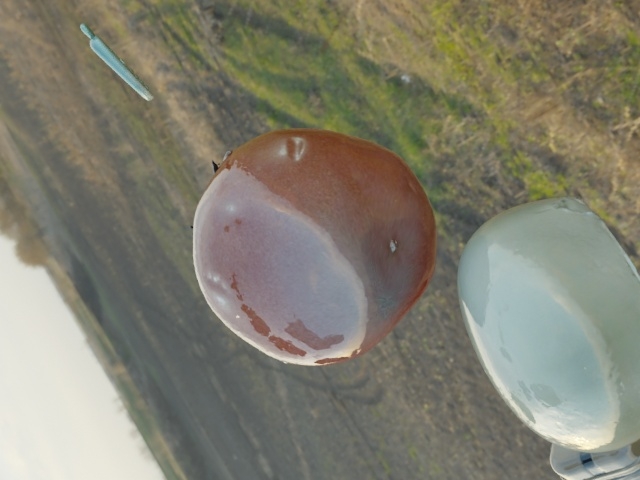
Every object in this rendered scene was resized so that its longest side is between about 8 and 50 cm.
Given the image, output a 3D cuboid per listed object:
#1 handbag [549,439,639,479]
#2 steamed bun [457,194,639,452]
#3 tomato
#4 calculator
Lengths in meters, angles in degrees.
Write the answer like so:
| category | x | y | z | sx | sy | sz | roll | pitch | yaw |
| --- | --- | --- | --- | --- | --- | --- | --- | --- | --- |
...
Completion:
| category | x | y | z | sx | sy | sz | roll | pitch | yaw |
| --- | --- | --- | --- | --- | --- | --- | --- | --- | --- |
| handbag | 0.600 | 0.339 | 1.714 | 0.149 | 0.301 | 0.283 | 41 | 139 | -19 |
| steamed bun | 0.296 | 0.111 | 1.103 | 0.324 | 0.206 | 0.324 | 62 | -173 | -13 |
| tomato | 0.000 | 0.000 | 1.219 | 0.273 | 0.341 | 0.341 | 21 | 139 | 53 |
| calculator | -0.317 | -0.276 | 1.363 | 0.153 | 0.021 | 0.095 | 44 | 180 | -17 |
